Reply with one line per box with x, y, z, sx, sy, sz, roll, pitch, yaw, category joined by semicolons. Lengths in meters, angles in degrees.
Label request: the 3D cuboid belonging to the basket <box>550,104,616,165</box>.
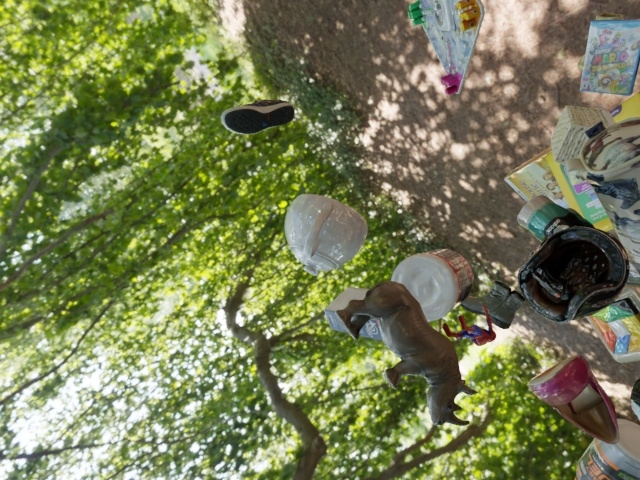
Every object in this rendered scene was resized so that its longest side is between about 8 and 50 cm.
0.641;-0.254;1.017;0.103;0.167;0.114;17;129;15;basket

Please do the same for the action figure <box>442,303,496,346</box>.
0.496;0.271;1.367;0.280;0.091;0.139;27;-139;-41;action figure

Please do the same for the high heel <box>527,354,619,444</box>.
0.361;0.231;0.568;0.244;0.082;0.117;33;-155;-53;high heel

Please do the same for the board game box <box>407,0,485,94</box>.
0.378;-0.725;1.316;0.390;0.050;0.391;59;-169;-74;board game box

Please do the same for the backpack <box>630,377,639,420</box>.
0.845;0.408;0.980;0.182;0.151;0.115;19;141;57;backpack

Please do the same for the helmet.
0.470;0.058;0.762;0.170;0.161;0.169;56;169;17;helmet

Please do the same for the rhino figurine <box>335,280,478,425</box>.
0.134;0.164;0.583;0.243;0.106;0.073;51;174;2;rhino figurine

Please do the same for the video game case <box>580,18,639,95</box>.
0.703;-0.440;0.996;0.119;0.015;0.167;33;145;47;video game case

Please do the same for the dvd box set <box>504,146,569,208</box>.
0.954;-0.225;1.592;0.307;0.062;0.420;45;164;1;dvd box set

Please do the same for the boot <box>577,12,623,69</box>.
1.082;-0.767;1.600;0.262;0.095;0.204;-56;-35;-57;boot

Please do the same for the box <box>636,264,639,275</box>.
0.722;0.150;0.668;0.076;0.242;0.308;52;-153;-63;box

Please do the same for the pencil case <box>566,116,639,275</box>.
0.708;-0.077;0.906;0.183;0.160;0.410;-14;131;45;pencil case

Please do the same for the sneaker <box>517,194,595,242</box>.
0.567;-0.011;0.950;0.301;0.108;0.121;10;-146;-41;sneaker

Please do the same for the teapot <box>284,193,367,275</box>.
0.000;0.000;1.140;0.256;0.187;0.252;34;162;-37;teapot

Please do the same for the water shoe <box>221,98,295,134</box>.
-0.169;-0.330;1.090;0.080;0.202;0.073;47;141;44;water shoe

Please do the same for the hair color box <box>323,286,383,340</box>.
0.200;0.276;1.563;0.346;0.173;0.105;0;119;46;hair color box

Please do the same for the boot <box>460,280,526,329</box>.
0.664;0.222;1.624;0.246;0.161;0.083;29;-152;30;boot

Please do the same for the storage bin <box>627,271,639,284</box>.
1.199;0.096;1.542;0.122;0.084;0.180;40;161;-14;storage bin

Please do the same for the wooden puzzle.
0.961;0.275;1.310;0.239;0.044;0.221;59;158;15;wooden puzzle

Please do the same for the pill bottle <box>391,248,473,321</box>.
0.334;0.115;1.179;0.176;0.176;0.318;49;-156;19;pill bottle

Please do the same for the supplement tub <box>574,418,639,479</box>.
0.639;0.492;0.893;0.117;0.116;0.191;48;136;50;supplement tub

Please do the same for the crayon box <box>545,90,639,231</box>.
0.900;-0.210;1.235;0.363;0.105;0.314;123;130;-69;crayon box
